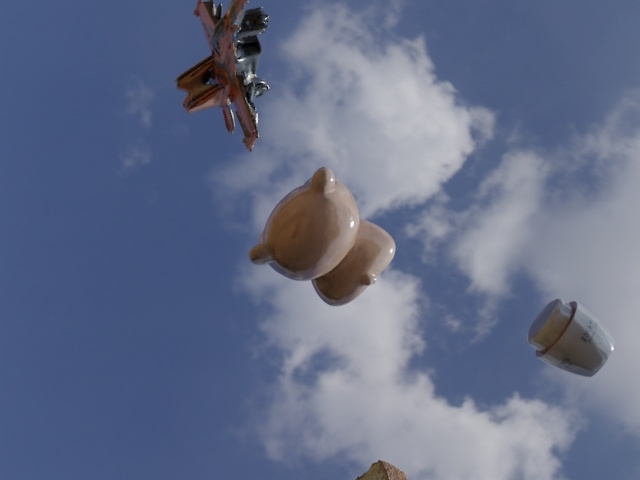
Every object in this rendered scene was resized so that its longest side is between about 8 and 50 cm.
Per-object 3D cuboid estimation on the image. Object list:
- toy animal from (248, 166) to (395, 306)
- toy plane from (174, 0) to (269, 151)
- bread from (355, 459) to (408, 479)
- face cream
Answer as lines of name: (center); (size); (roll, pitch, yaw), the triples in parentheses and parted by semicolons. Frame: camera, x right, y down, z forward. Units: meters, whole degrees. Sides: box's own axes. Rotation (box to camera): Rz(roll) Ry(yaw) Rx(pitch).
toy animal: (0.010, 0.010, 1.476); (0.221, 0.229, 0.210); (41, -88, 4)
toy plane: (-0.066, -0.152, 0.649); (0.188, 0.062, 0.135); (-40, -109, 59)
bread: (0.106, 0.428, 1.385); (0.083, 0.070, 0.077); (-49, -158, 13)
face cream: (0.334, 0.132, 1.093); (0.095, 0.091, 0.091); (34, -70, 2)
